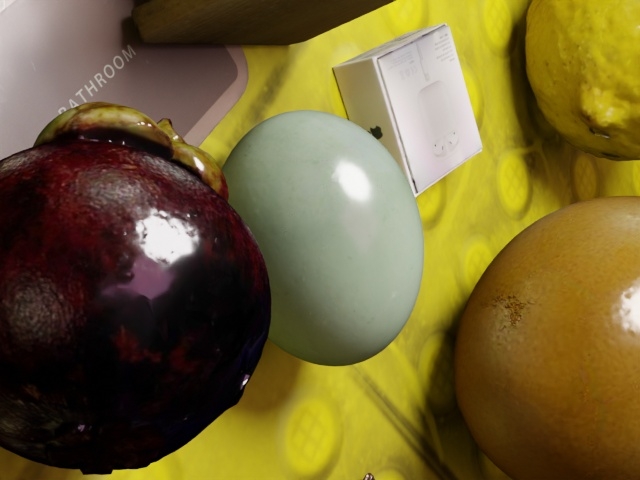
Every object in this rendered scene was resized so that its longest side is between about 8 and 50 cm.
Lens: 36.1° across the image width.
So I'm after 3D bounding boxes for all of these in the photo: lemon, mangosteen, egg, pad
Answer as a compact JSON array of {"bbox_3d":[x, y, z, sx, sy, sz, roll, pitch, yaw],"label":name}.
[{"bbox_3d":[0.362,-0.229,1.081,0.268,0.268,0.321,51,54,-34],"label":"lemon"},{"bbox_3d":[-0.121,0.014,0.554,0.194,0.194,0.230,37,40,-41],"label":"mangosteen"},{"bbox_3d":[0.000,0.000,0.712,0.149,0.149,0.192,-38,113,-45],"label":"egg"},{"bbox_3d":[0.278,0.101,0.930,0.351,0.283,0.282,-19,101,-39],"label":"egg"},{"bbox_3d":[-0.149,-0.108,0.662,0.176,0.002,0.266,58,47,-28],"label":"pad"}]

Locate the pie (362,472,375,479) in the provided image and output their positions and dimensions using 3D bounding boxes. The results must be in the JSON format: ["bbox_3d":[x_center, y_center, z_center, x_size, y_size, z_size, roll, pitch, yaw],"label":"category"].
[{"bbox_3d":[0.072,0.296,0.857,0.088,0.033,0.191,-55,126,-33],"label":"pie"}]

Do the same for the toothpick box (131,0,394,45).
[{"bbox_3d":[-0.040,-0.313,0.685,0.188,0.190,0.308,-14,91,-50],"label":"toothpick box"}]

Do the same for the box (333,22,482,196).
[{"bbox_3d":[0.085,-0.119,0.904,0.130,0.051,0.129,-34,111,-45],"label":"box"}]
